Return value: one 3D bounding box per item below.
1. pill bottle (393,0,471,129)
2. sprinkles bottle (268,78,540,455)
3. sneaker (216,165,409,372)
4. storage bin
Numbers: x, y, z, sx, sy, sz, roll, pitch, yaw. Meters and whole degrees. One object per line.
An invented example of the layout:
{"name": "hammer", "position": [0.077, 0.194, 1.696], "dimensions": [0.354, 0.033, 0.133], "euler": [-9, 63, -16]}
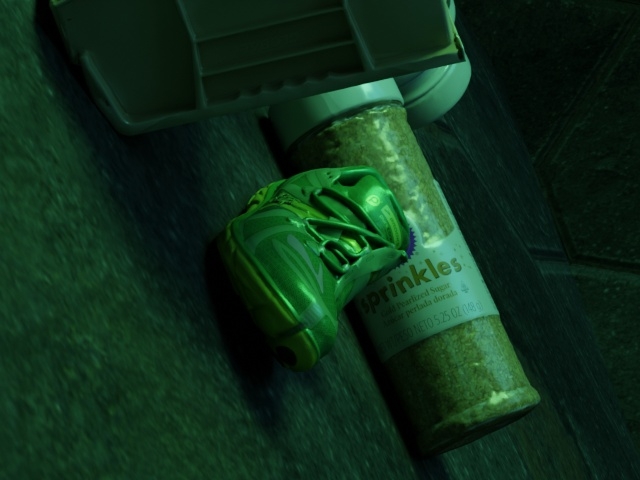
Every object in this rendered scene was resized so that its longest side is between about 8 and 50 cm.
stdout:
{"name": "pill bottle", "position": [0.037, -0.266, 1.869], "dimensions": [0.318, 0.176, 0.176], "euler": [53, 16, -39]}
{"name": "sprinkles bottle", "position": [0.074, 0.012, 1.578], "dimensions": [0.355, 0.121, 0.121], "euler": [66, 13, 12]}
{"name": "sneaker", "position": [0.000, 0.000, 1.308], "dimensions": [0.109, 0.123, 0.295], "euler": [60, 14, -16]}
{"name": "storage bin", "position": [-0.053, -0.215, 1.254], "dimensions": [0.262, 0.260, 0.123], "euler": [-99, 176, -52]}
